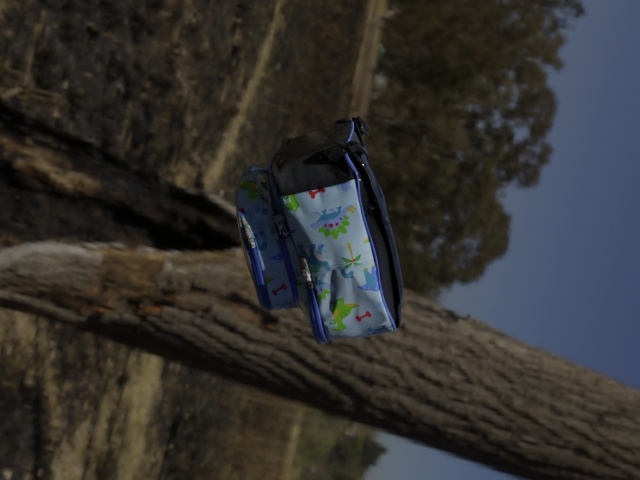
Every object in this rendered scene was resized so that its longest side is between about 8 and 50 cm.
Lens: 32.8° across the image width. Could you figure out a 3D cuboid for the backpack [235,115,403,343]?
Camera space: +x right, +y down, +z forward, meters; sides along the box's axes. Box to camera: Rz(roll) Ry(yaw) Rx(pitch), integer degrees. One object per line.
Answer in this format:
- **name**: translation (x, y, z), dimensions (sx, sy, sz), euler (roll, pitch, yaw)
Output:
- **backpack**: translation (0.000, 0.000, 0.619), dimensions (0.105, 0.084, 0.114), euler (-83, 157, -73)
